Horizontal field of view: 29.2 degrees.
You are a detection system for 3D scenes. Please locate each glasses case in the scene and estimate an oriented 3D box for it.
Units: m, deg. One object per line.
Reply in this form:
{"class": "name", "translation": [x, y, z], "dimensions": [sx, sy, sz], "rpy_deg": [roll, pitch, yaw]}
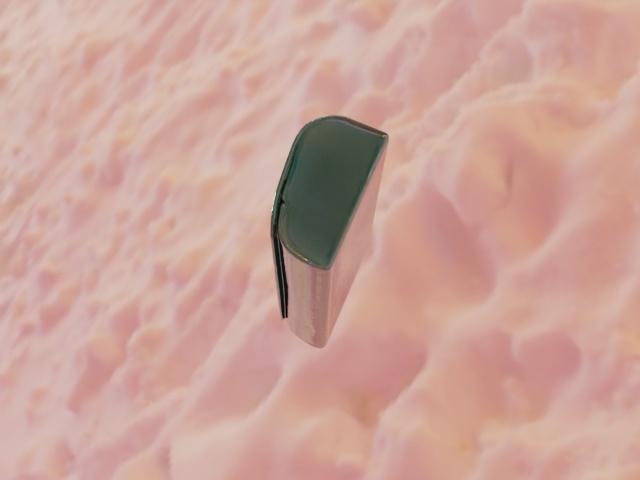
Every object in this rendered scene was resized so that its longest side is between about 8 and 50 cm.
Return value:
{"class": "glasses case", "translation": [-0.001, 0.001, 1.017], "dimensions": [0.301, 0.070, 0.117], "rpy_deg": [98, -165, -74]}
